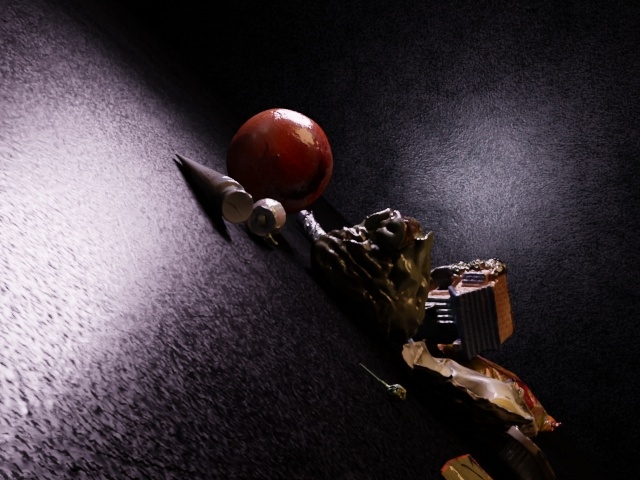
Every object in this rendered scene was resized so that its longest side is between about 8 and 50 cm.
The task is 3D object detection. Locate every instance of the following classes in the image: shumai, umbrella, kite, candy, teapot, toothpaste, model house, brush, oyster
[{"bbox_3d":[0.119,0.048,1.688,0.256,0.218,0.189,42,10,12],"label":"shumai"},{"bbox_3d":[0.000,0.000,2.052,0.050,0.046,0.188,31,18,-50],"label":"umbrella"},{"bbox_3d":[0.269,0.385,1.212,0.377,0.013,0.327,40,6,-29],"label":"kite"},{"bbox_3d":[0.086,0.197,1.266,0.083,0.023,0.025,40,-40,28],"label":"candy"},{"bbox_3d":[-0.092,-0.028,1.529,0.064,0.064,0.083,-47,122,-77],"label":"teapot"},{"bbox_3d":[-0.169,-0.087,1.439,0.089,0.057,0.234,43,-1,-31],"label":"toothpaste"},{"bbox_3d":[0.266,0.143,1.781,0.172,0.183,0.166,-34,116,-54],"label":"model house"},{"bbox_3d":[0.370,0.413,1.558,0.070,0.065,0.327,40,-8,40],"label":"brush"},{"bbox_3d":[0.254,0.267,1.565,0.271,0.100,0.275,43,17,15],"label":"oyster"}]

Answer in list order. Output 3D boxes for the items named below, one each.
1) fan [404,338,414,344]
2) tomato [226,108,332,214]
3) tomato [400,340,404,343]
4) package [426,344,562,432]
[{"bbox_3d":[0.161,0.183,1.771,0.282,0.023,0.057,56,10,29],"label":"fan"},{"bbox_3d":[-0.076,-0.150,1.752,0.208,0.208,0.184,40,4,-33],"label":"tomato"},{"bbox_3d":[0.149,0.120,1.940,0.237,0.095,0.237,44,5,-5],"label":"tomato"},{"bbox_3d":[0.341,0.304,1.858,0.288,0.108,0.223,31,1,-17],"label":"package"}]
